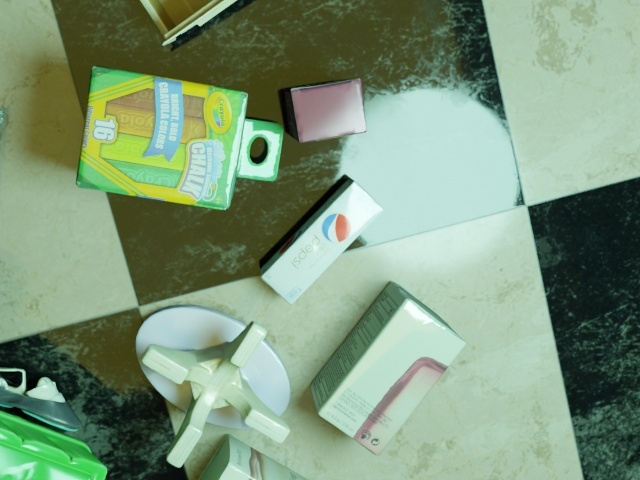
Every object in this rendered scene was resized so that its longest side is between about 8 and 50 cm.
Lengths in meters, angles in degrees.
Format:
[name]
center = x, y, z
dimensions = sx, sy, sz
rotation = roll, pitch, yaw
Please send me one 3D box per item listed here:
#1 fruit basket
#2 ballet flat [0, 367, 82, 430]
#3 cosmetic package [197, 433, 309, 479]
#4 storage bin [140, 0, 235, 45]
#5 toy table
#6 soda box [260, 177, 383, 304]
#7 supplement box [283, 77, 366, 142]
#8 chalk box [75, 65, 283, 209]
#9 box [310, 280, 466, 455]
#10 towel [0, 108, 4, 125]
[fruit basket]
center = -0.563, 0.393, 1.457
dimensions = 0.392, 0.392, 0.283
rotation = 20, 69, -8
[ballet flat]
center = -0.476, 0.246, 1.523
dimensions = 0.203, 0.074, 0.074
rotation = 19, 96, -4
[cosmetic package]
center = -0.060, 0.461, 1.554
dimensions = 0.296, 0.153, 0.129
rotation = 31, 94, -11
[storage bin]
center = -0.200, -0.463, 1.373
dimensions = 0.260, 0.123, 0.262
rotation = -29, 101, 25
[toy table]
center = -0.170, 0.223, 1.502
dimensions = 0.274, 0.161, 0.252
rotation = 21, 96, -9
[soda box]
center = 0.000, 0.000, 1.526
dimensions = 0.216, 0.074, 0.069
rotation = -45, 100, 2
[supplement box]
center = 0.004, -0.199, 1.438
dimensions = 0.104, 0.188, 0.081
rotation = -9, 100, -4
[chalk box]
center = -0.203, -0.152, 1.430
dimensions = 0.289, 0.179, 0.180
rotation = 8, 98, -6
[box]
center = 0.105, 0.203, 1.530
dimensions = 0.127, 0.148, 0.232
rotation = 37, 94, -10
[towel]
center = -0.669, -0.074, 1.461
dimensions = 0.312, 0.056, 0.324
rotation = 11, 98, -7
